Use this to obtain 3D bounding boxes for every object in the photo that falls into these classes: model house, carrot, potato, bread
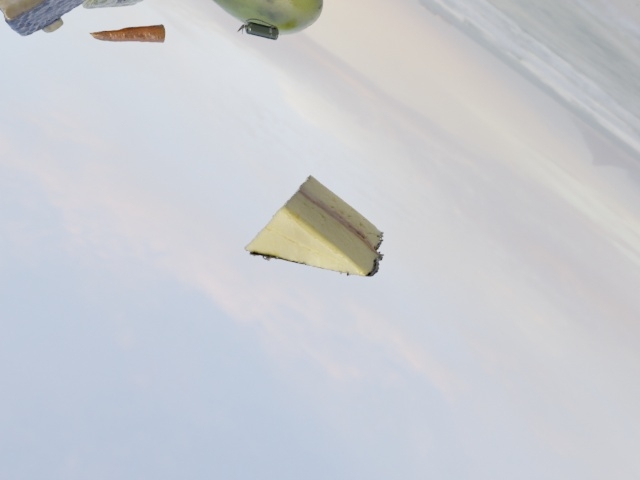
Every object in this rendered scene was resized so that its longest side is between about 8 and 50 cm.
[{"bbox_3d":[-0.668,-0.612,1.197,0.298,0.243,0.284,50,166,31],"label":"model house"},{"bbox_3d":[-0.596,-0.635,1.702,0.224,0.057,0.057,-15,-130,-27],"label":"carrot"},{"bbox_3d":[-0.133,-0.589,1.246,0.304,0.215,0.215,27,-154,-13],"label":"potato"},{"bbox_3d":[0.000,0.000,1.633,0.405,0.242,0.346,39,-149,10],"label":"bread"}]

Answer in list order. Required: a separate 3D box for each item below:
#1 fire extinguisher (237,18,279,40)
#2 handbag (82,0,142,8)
[{"bbox_3d":[-0.123,-0.423,1.099,0.083,0.038,0.025,-1,-135,-34],"label":"fire extinguisher"},{"bbox_3d":[-0.582,-0.771,1.642,0.256,0.219,0.079,-42,-68,-53],"label":"handbag"}]
